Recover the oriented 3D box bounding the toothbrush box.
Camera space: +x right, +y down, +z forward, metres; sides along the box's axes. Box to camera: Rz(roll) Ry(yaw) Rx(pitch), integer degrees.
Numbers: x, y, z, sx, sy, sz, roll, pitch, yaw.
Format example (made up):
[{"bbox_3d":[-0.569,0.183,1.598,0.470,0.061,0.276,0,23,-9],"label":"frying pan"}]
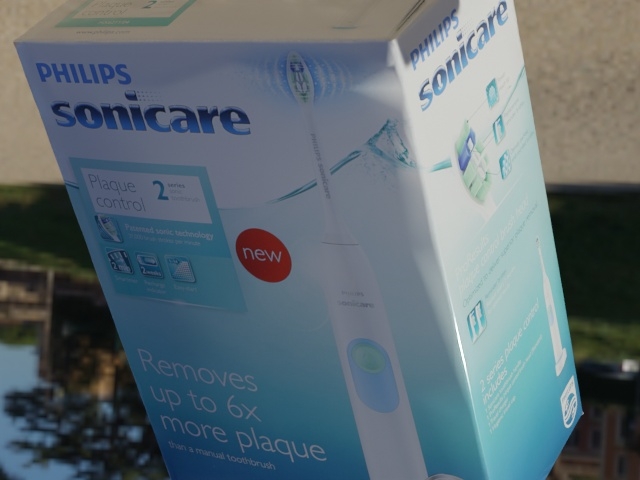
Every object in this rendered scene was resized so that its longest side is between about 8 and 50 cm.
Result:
[{"bbox_3d":[0.000,0.000,0.747,0.216,0.295,0.126,6,-146,30],"label":"toothbrush box"}]
